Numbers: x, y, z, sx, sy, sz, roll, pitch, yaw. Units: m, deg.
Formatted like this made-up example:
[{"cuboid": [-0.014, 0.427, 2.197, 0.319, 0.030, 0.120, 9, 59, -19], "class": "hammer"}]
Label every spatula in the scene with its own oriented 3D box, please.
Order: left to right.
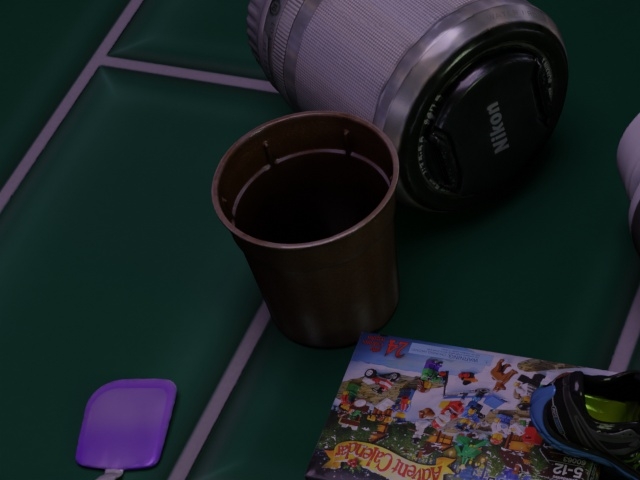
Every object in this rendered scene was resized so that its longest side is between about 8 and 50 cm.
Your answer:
[{"cuboid": [-0.193, 0.225, 1.525, 0.084, 0.030, 0.296, 0, 36, 13], "class": "spatula"}]

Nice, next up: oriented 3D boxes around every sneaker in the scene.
[{"cuboid": [0.259, 0.149, 1.435, 0.188, 0.078, 0.067, 19, 52, -22], "class": "sneaker"}]

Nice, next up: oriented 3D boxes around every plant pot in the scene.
[{"cuboid": [0.000, 0.000, 1.612, 0.167, 0.165, 0.167, -7, 46, 7], "class": "plant pot"}]

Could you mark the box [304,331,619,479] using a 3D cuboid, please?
[{"cuboid": [0.122, 0.166, 1.512, 0.233, 0.044, 0.159, 8, 50, 20], "class": "box"}]

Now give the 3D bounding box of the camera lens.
[{"cuboid": [0.084, -0.174, 1.717, 0.219, 0.219, 0.274, -33, 49, -17], "class": "camera lens"}]

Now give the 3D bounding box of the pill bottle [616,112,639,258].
[{"cuboid": [0.357, 0.009, 1.523, 0.161, 0.161, 0.283, -15, 46, -1], "class": "pill bottle"}]
